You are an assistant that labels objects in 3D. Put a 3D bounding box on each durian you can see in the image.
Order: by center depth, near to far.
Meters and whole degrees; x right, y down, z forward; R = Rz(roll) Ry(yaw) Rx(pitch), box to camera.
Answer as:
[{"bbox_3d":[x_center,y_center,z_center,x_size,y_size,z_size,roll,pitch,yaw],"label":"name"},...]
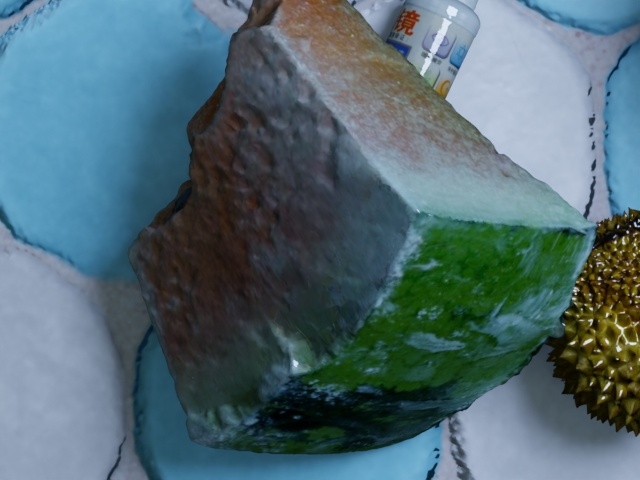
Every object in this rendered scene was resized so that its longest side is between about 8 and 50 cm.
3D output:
[{"bbox_3d":[0.229,0.057,1.161,0.158,0.137,0.168,-42,98,-20],"label":"durian"}]

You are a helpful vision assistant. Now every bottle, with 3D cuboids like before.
[{"bbox_3d":[0.078,-0.139,1.197,0.060,0.060,0.217,27,91,1],"label":"bottle"}]

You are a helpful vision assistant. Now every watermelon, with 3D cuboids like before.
[{"bbox_3d":[-0.003,0.010,1.116,0.302,0.151,0.264,46,129,9],"label":"watermelon"}]
